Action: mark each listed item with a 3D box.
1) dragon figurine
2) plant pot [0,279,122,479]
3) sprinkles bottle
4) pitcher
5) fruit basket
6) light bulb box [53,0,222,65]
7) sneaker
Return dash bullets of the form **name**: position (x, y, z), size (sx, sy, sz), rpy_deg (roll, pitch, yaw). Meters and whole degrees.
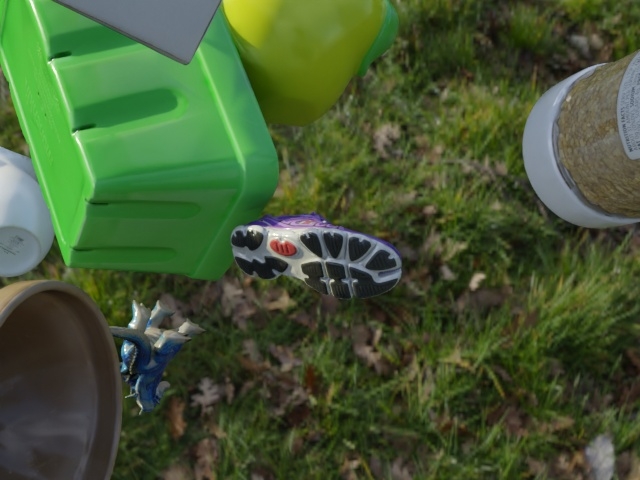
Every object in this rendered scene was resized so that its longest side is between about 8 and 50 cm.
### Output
- **dragon figurine**: position (-0.221, 0.153, 1.232), size (0.085, 0.289, 0.144), rpy_deg (31, 93, 4)
- **plant pot**: position (-0.277, 0.153, 0.890), size (0.110, 0.237, 0.237), rpy_deg (-2, 49, 18)
- **sprinkles bottle**: position (0.258, -0.085, 0.628), size (0.121, 0.355, 0.121), rpy_deg (2, 84, -16)
- **pitcher**: position (-0.446, -0.056, 1.365), size (0.125, 0.178, 0.207), rpy_deg (-47, 38, 16)
- **fruit basket**: position (-0.115, -0.171, 1.062), size (0.392, 0.283, 0.392), rpy_deg (11, 59, -18)
- **light bulb box**: position (-0.256, -0.333, 0.687), size (0.358, 0.361, 0.225), rpy_deg (38, 102, 37)
- **sneaker**: position (0.000, 0.000, 0.901), size (0.170, 0.068, 0.071), rpy_deg (13, 37, 32)
